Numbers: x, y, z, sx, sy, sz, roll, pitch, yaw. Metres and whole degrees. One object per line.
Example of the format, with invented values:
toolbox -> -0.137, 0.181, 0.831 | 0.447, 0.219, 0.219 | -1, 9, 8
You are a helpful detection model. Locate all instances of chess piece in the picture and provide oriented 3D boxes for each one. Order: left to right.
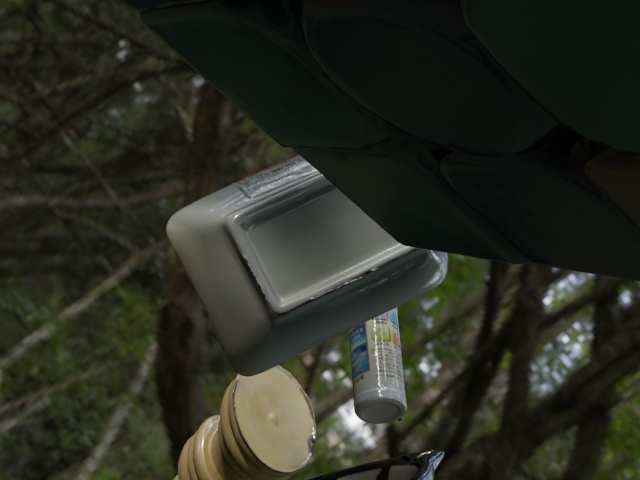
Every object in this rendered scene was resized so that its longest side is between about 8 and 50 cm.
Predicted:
chess piece -> -0.127, 0.288, 1.781 | 0.139, 0.124, 0.307 | 46, -42, 1

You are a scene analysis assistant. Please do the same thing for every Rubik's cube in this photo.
Rubik's cube -> 0.118, -0.207, 0.613 | 0.344, 0.347, 0.347 | 41, -19, -31

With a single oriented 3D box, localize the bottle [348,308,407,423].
bottle -> 0.060, 0.096, 1.492 | 0.060, 0.060, 0.217 | 57, 24, -50

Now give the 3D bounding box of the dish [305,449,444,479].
dish -> 0.002, 0.316, 1.339 | 0.303, 0.303, 0.120 | 143, -72, -87

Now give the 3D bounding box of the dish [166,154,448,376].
dish -> 0.000, 0.000, 1.093 | 0.151, 0.212, 0.077 | 64, -20, 5
